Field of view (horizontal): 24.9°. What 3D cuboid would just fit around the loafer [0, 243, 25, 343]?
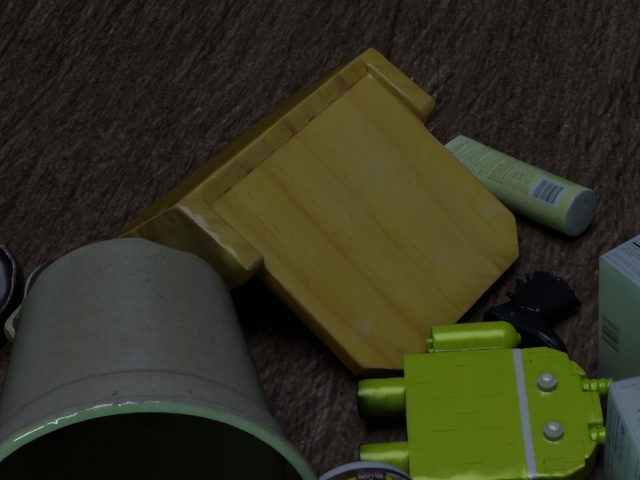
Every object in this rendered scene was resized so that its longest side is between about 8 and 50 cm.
[{"bbox_3d":[-0.462,0.108,1.609,0.134,0.130,0.366,35,52,9],"label":"loafer"}]

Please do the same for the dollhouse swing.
[{"bbox_3d":[0.000,0.000,1.740,0.347,0.305,0.315,-43,10,-32],"label":"dollhouse swing"}]

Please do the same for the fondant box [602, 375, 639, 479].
[{"bbox_3d":[0.327,0.304,1.202,0.096,0.238,0.330,-9,41,-3],"label":"fondant box"}]

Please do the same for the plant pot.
[{"bbox_3d":[-0.179,0.170,1.377,0.333,0.334,0.305,-11,39,-2],"label":"plant pot"}]

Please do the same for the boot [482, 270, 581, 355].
[{"bbox_3d":[0.251,0.087,1.612,0.099,0.045,0.121,-31,47,-32],"label":"boot"}]

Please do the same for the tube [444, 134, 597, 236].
[{"bbox_3d":[0.229,-0.073,1.791,0.240,0.062,0.070,27,9,40],"label":"tube"}]

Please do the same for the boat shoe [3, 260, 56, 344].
[{"bbox_3d":[-0.320,0.070,1.699,0.049,0.056,0.152,-32,25,27],"label":"boat shoe"}]

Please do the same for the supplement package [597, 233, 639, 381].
[{"bbox_3d":[0.405,0.079,1.477,0.203,0.194,0.149,-26,45,-20],"label":"supplement package"}]

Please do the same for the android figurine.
[{"bbox_3d":[0.173,0.186,1.491,0.272,0.056,0.248,-3,46,6],"label":"android figurine"}]

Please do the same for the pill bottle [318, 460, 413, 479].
[{"bbox_3d":[0.053,0.315,1.328,0.117,0.117,0.215,-11,42,-3],"label":"pill bottle"}]
